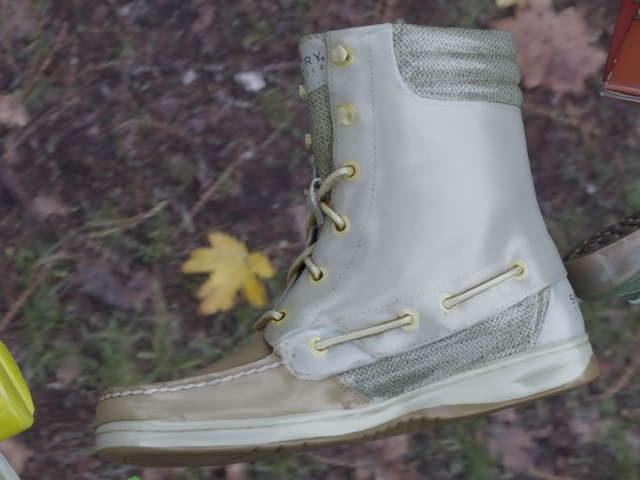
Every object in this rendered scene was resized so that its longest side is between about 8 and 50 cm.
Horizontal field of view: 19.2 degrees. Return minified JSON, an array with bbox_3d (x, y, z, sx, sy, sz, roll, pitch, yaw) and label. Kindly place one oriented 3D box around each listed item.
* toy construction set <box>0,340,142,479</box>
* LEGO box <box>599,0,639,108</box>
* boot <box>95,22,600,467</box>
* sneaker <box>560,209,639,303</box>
[{"bbox_3d":[-0.050,0.183,0.518,0.151,0.215,0.327,-40,111,7],"label":"toy construction set"},{"bbox_3d":[0.433,-0.215,1.172,0.500,0.193,0.372,9,95,-43],"label":"LEGO box"},{"bbox_3d":[0.000,0.000,0.939,0.262,0.095,0.203,-10,86,-18],"label":"boot"},{"bbox_3d":[0.216,0.014,1.067,0.192,0.064,0.086,-27,95,-41],"label":"sneaker"}]
